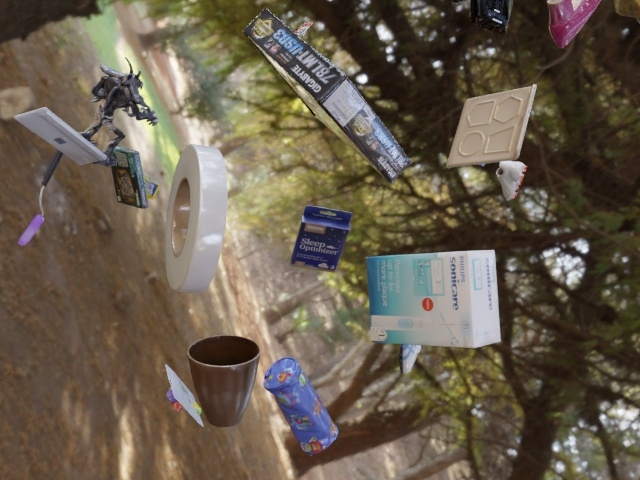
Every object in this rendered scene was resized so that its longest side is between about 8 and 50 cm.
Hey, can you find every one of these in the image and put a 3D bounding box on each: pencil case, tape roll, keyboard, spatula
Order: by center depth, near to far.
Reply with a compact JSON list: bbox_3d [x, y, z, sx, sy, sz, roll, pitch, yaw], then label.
[{"bbox_3d":[-0.559,-0.221,1.428,0.256,0.072,0.014,56,26,-71],"label":"keyboard"},{"bbox_3d":[-0.330,-0.058,1.703,0.392,0.072,0.392,-175,-90,-66],"label":"tape roll"},{"bbox_3d":[-0.736,-0.123,1.745,0.030,0.297,0.084,19,0,-37],"label":"spatula"},{"bbox_3d":[-0.061,0.483,1.910,0.306,0.133,0.119,64,31,-26],"label":"pencil case"}]

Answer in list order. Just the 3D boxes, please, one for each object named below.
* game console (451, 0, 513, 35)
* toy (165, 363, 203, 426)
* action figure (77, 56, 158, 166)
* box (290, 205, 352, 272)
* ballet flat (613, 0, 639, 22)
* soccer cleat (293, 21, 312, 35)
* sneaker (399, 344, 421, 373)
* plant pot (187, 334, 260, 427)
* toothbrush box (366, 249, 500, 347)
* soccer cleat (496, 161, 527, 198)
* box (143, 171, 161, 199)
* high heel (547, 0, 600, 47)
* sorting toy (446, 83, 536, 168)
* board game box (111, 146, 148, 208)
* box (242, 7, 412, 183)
[{"bbox_3d":[0.381,-0.711,1.797,0.044,0.361,0.213,-31,-130,58],"label":"game console"},{"bbox_3d":[-0.471,0.531,2.191,0.137,0.056,0.237,59,-3,41],"label":"toy"},{"bbox_3d":[-0.493,-0.323,1.602,0.164,0.276,0.141,41,26,2],"label":"action figure"},{"bbox_3d":[0.000,0.000,1.848,0.037,0.136,0.225,-88,-170,-45],"label":"box"},{"bbox_3d":[0.672,-0.409,1.193,0.348,0.123,0.123,53,-13,43],"label":"ballet flat"},{"bbox_3d":[-0.061,-0.756,2.355,0.036,0.083,0.029,59,-8,-30],"label":"soccer cleat"},{"bbox_3d":[0.265,0.247,1.757,0.085,0.086,0.237,77,31,-64],"label":"sneaker"},{"bbox_3d":[-0.291,0.434,1.975,0.215,0.215,0.231,-129,-140,-69],"label":"plant pot"},{"bbox_3d":[0.264,0.137,1.560,0.295,0.126,0.217,-4,-92,43],"label":"toothbrush box"},{"bbox_3d":[0.541,-0.180,1.885,0.076,0.068,0.196,20,-15,15],"label":"soccer cleat"},{"bbox_3d":[-0.603,-0.197,2.182,0.169,0.059,0.054,34,6,41],"label":"box"},{"bbox_3d":[0.631,-0.554,1.524,0.082,0.244,0.117,35,-23,51],"label":"high heel"},{"bbox_3d":[0.398,-0.258,1.521,0.038,0.193,0.208,31,-21,-33],"label":"sorting toy"},{"bbox_3d":[-0.603,-0.198,2.055,0.126,0.026,0.186,16,-59,32],"label":"board game box"},{"bbox_3d":[0.015,-0.273,1.256,0.295,0.073,0.293,49,4,38],"label":"box"}]
